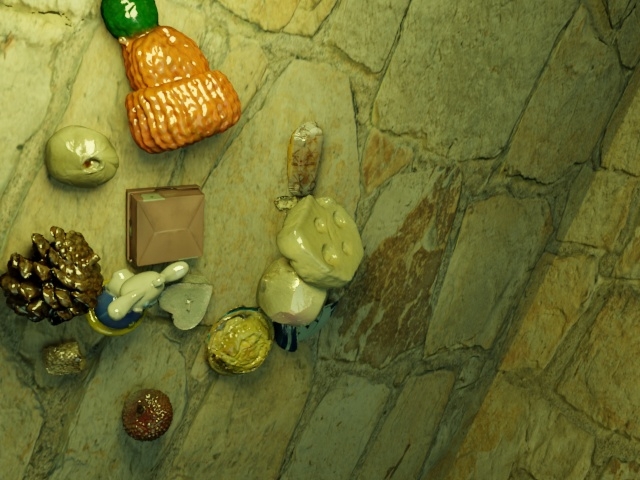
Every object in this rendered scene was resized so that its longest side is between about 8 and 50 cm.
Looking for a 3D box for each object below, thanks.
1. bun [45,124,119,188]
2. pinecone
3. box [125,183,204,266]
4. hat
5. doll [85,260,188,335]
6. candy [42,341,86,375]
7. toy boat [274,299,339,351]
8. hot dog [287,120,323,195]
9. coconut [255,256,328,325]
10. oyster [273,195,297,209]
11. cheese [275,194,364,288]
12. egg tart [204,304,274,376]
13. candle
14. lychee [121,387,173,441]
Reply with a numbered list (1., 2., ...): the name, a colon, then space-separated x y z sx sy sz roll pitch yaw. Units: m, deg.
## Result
1. bun: -0.588 -0.200 1.497 0.173 0.113 0.167 -11 119 -30
2. pinecone: -0.669 0.102 1.513 0.243 0.243 0.257 23 114 -42
3. box: -0.440 -0.042 1.711 0.215 0.086 0.215 -8 117 -34
4. hat: -0.392 -0.425 1.499 0.285 0.285 0.400 -27 99 -24
5. doll: -0.523 0.136 1.686 0.311 0.159 0.242 -36 170 -44
6. candy: -0.722 0.333 1.693 0.110 0.085 0.095 -7 123 -24
7. toy boat: -0.052 0.276 2.190 0.291 0.070 0.210 -39 135 -20
8. hot dog: -0.051 -0.256 1.914 0.131 0.069 0.253 -17 125 -41
9. coconut: -0.101 0.171 1.985 0.230 0.227 0.227 20 99 -45
10. oyster: -0.115 -0.126 1.961 0.083 0.019 0.054 -5 127 -31
11. cheese: 0.000 0.000 1.942 0.115 0.318 0.326 -28 155 36
12. egg tart: -0.258 0.354 2.042 0.290 0.107 0.291 -18 123 -30
13. candle: -0.413 0.175 1.856 0.168 0.068 0.192 -34 131 -15
14. lychee: -0.545 0.546 1.881 0.165 0.165 0.197 -46 158 -9
